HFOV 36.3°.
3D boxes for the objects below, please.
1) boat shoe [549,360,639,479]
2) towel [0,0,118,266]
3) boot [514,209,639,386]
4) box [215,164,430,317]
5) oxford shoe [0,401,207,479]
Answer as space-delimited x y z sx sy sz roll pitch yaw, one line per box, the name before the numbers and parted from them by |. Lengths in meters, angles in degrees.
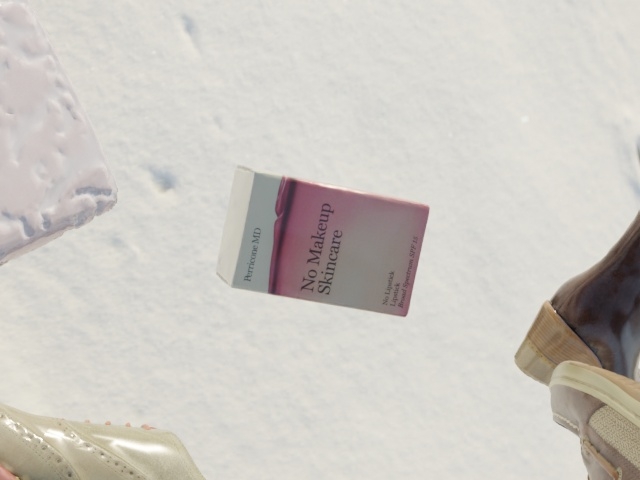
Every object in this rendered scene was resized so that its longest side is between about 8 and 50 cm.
boat shoe | 0.239 0.174 0.713 0.123 0.342 0.123 24 88 -10
towel | -0.337 -0.105 0.708 0.332 0.053 0.317 -34 103 -44
boot | 0.337 0.086 1.029 0.248 0.207 0.090 23 23 -41
box | 0.000 0.000 1.232 0.232 0.127 0.149 10 94 -16
oxford shoe | -0.176 0.180 0.715 0.348 0.123 0.130 38 49 -5
